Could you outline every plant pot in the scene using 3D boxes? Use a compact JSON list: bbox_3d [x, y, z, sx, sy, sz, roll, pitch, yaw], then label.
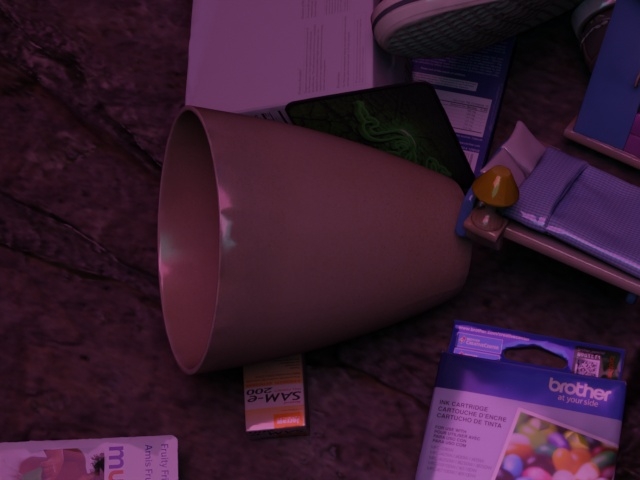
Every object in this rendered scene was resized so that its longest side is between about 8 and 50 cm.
[{"bbox_3d":[0.000,0.000,1.331,0.274,0.256,0.256,0,64,-18],"label":"plant pot"}]

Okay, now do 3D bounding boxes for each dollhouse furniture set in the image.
[{"bbox_3d":[0.321,-0.084,1.277,0.286,0.198,0.303,26,42,17],"label":"dollhouse furniture set"}]

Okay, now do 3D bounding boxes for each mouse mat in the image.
[{"bbox_3d":[0.064,-0.095,1.374,0.153,0.189,0.007,-8,58,19],"label":"mouse mat"}]

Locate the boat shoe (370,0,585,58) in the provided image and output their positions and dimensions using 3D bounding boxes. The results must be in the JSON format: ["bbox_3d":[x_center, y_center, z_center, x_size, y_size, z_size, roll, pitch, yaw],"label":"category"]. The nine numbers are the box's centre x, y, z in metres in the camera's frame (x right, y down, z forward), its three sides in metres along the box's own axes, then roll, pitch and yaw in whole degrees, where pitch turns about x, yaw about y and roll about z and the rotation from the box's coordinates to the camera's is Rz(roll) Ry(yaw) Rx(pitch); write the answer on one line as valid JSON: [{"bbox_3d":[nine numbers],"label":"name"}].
[{"bbox_3d":[0.235,-0.322,1.409,0.500,0.187,0.156,-29,88,-29],"label":"boat shoe"}]

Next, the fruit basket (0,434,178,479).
[{"bbox_3d":[-0.307,0.340,1.255,0.353,0.165,0.327,-4,65,2],"label":"fruit basket"}]

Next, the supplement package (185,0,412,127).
[{"bbox_3d":[-0.018,-0.186,1.437,0.203,0.149,0.194,-8,62,18],"label":"supplement package"}]

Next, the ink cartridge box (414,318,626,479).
[{"bbox_3d":[0.186,0.225,1.300,0.186,0.065,0.311,9,66,11],"label":"ink cartridge box"}]

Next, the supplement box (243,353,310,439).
[{"bbox_3d":[-0.045,0.149,1.374,0.062,0.036,0.098,-7,65,4],"label":"supplement box"}]

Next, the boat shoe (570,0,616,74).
[{"bbox_3d":[0.428,-0.240,1.454,0.305,0.109,0.091,-14,65,7],"label":"boat shoe"}]

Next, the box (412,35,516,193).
[{"bbox_3d":[0.134,-0.166,1.493,0.136,0.036,0.225,12,70,13],"label":"box"}]
